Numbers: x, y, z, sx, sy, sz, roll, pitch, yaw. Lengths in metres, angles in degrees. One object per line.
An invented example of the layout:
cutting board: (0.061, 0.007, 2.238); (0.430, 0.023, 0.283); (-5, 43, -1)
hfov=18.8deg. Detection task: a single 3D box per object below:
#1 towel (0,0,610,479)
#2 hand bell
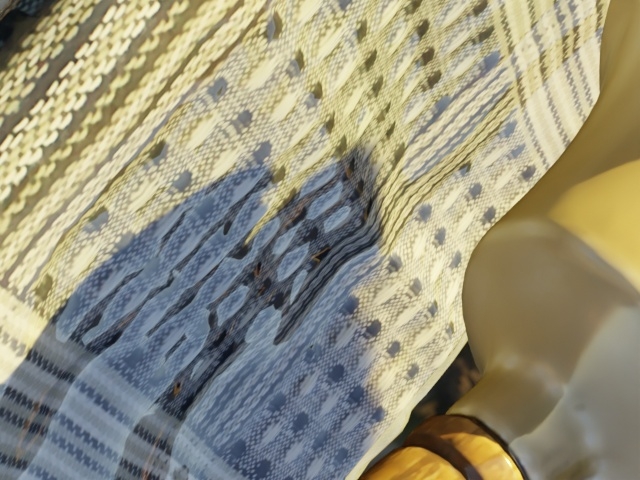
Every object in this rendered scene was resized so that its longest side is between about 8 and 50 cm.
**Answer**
towel: (0.000, 0.000, 0.491); (0.312, 0.056, 0.324); (-52, 160, -10)
hand bell: (0.020, 0.048, 0.330); (0.242, 0.126, 0.126); (-36, 158, -27)
